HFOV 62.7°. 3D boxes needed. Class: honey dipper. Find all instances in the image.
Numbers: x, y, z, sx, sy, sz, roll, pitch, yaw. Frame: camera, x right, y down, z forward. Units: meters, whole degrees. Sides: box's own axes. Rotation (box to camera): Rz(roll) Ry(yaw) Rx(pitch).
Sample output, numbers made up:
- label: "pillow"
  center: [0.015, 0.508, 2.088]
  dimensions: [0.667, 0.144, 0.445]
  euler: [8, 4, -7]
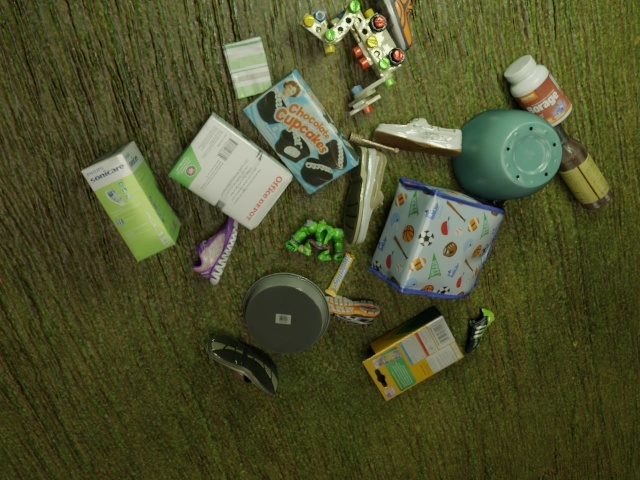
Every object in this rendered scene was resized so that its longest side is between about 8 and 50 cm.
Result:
- label: "honey dipper"
  center: [0.166, -0.296, 1.619]
  dimensions: [0.160, 0.030, 0.031]
  euler: [17, 105, -8]

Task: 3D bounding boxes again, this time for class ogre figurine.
- label: "ogre figurine"
  center: [0.000, 0.000, 1.670]
  dimensions: [0.197, 0.097, 0.118]
  euler: [24, 115, -6]

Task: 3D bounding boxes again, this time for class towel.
- label: "towel"
  center: [-0.205, -0.491, 1.497]
  dimensions: [0.113, 0.023, 0.152]
  euler: [-15, 111, -4]

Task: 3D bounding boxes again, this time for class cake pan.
- label: "cake pan"
  center: [-0.116, 0.248, 1.720]
  dimensions: [0.293, 0.054, 0.293]
  euler: [2, 111, 4]

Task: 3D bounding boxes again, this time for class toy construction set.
- label: "toy construction set"
  center: [0.103, -0.519, 1.475]
  dimensions: [0.215, 0.151, 0.328]
  euler: [-32, 114, -6]

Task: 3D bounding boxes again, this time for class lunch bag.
- label: "lunch bag"
  center: [0.385, 0.004, 1.661]
  dimensions: [0.385, 0.239, 0.328]
  euler: [10, 106, -31]

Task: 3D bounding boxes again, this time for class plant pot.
- label: "plant pot"
  center: [0.578, -0.256, 1.584]
  dimensions: [0.292, 0.235, 0.293]
  euler: [-1, 100, -7]

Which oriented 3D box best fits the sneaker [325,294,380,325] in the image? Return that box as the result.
- label: "sneaker"
  center: [0.092, 0.246, 1.783]
  dimensions: [0.214, 0.084, 0.083]
  euler: [11, 125, -8]

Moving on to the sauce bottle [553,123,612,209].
- label: "sauce bottle"
  center: [0.833, -0.254, 1.726]
  dimensions: [0.111, 0.111, 0.344]
  euler: [-41, 112, 5]

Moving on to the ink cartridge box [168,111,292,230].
- label: "ink cartridge box"
  center: [-0.258, -0.200, 1.536]
  dimensions: [0.289, 0.121, 0.211]
  euler: [36, 99, -20]

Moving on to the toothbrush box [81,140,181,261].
- label: "toothbrush box"
  center: [-0.517, -0.114, 1.474]
  dimensions: [0.122, 0.206, 0.283]
  euler: [-24, 112, -1]

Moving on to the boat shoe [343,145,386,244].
- label: "boat shoe"
  center: [0.144, -0.133, 1.624]
  dimensions: [0.103, 0.113, 0.303]
  euler: [5, 97, -24]

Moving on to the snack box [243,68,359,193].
- label: "snack box"
  center: [-0.052, -0.310, 1.536]
  dimensions: [0.187, 0.060, 0.322]
  euler: [-29, 113, 25]

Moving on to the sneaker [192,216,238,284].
- label: "sneaker"
  center: [-0.325, 0.020, 1.621]
  dimensions: [0.104, 0.095, 0.237]
  euler: [23, 105, -9]

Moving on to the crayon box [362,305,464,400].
- label: "crayon box"
  center: [0.321, 0.404, 1.877]
  dimensions: [0.322, 0.083, 0.203]
  euler: [-30, 112, 0]

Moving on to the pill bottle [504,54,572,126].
- label: "pill bottle"
  center: [0.665, -0.457, 1.618]
  dimensions: [0.121, 0.121, 0.216]
  euler: [-45, 110, 7]

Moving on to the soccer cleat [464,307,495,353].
- label: "soccer cleat"
  center: [0.564, 0.326, 1.912]
  dimensions: [0.072, 0.060, 0.179]
  euler: [28, 96, -9]

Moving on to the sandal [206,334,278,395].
- label: "sandal"
  center: [-0.262, 0.418, 1.773]
  dimensions: [0.302, 0.120, 0.086]
  euler: [39, 126, -18]

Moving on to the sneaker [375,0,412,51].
- label: "sneaker"
  center: [0.239, -0.703, 1.451]
  dimensions: [0.180, 0.125, 0.321]
  euler: [-22, 112, -1]

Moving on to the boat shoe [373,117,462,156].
- label: "boat shoe"
  center: [0.300, -0.329, 1.618]
  dimensions: [0.276, 0.098, 0.096]
  euler: [11, 81, -6]

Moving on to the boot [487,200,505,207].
- label: "boot"
  center: [0.567, -0.128, 1.759]
  dimensions: [0.121, 0.045, 0.099]
  euler: [16, 111, -14]

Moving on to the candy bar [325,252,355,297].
- label: "candy bar"
  center: [0.067, 0.113, 1.758]
  dimensions: [0.040, 0.018, 0.162]
  euler: [27, 103, 2]
